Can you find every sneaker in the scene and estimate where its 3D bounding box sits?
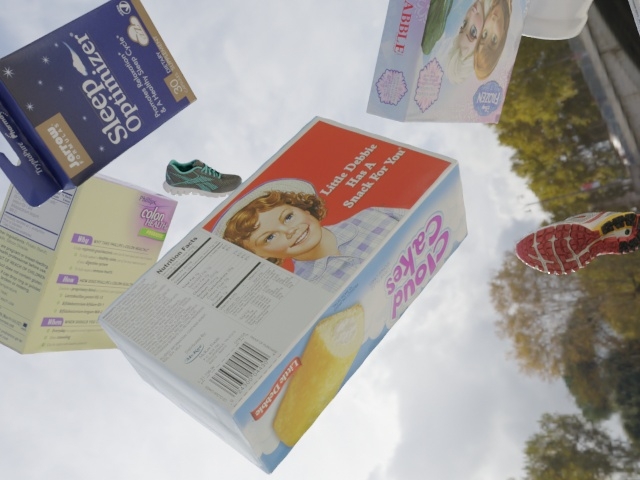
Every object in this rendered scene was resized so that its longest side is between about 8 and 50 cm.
[{"bbox_3d":[0.442,0.001,1.160,0.093,0.225,0.088,-140,42,-76],"label":"sneaker"},{"bbox_3d":[-0.246,-0.134,1.398,0.065,0.166,0.076,-104,17,-50],"label":"sneaker"}]

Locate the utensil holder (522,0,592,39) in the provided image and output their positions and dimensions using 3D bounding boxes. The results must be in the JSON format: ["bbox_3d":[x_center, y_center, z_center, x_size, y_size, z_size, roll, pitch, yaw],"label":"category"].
[{"bbox_3d":[0.439,-0.646,1.312,0.328,0.327,0.386,-59,-13,-48],"label":"utensil holder"}]

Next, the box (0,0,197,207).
[{"bbox_3d":[-0.239,-0.148,0.682,0.225,0.036,0.136,-48,-59,-36],"label":"box"}]

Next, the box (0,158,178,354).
[{"bbox_3d":[-0.341,0.023,0.942,0.213,0.117,0.243,17,-86,-68],"label":"box"}]

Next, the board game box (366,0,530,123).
[{"bbox_3d":[0.206,-0.328,0.955,0.318,0.065,0.318,-13,-60,-51],"label":"board game box"}]

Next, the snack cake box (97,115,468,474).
[{"bbox_3d":[-0.019,0.025,0.531,0.264,0.152,0.089,-46,-41,-26],"label":"snack cake box"}]

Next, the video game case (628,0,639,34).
[{"bbox_3d":[0.700,-0.413,1.378,0.190,0.022,0.173,-2,-105,-45],"label":"video game case"}]
